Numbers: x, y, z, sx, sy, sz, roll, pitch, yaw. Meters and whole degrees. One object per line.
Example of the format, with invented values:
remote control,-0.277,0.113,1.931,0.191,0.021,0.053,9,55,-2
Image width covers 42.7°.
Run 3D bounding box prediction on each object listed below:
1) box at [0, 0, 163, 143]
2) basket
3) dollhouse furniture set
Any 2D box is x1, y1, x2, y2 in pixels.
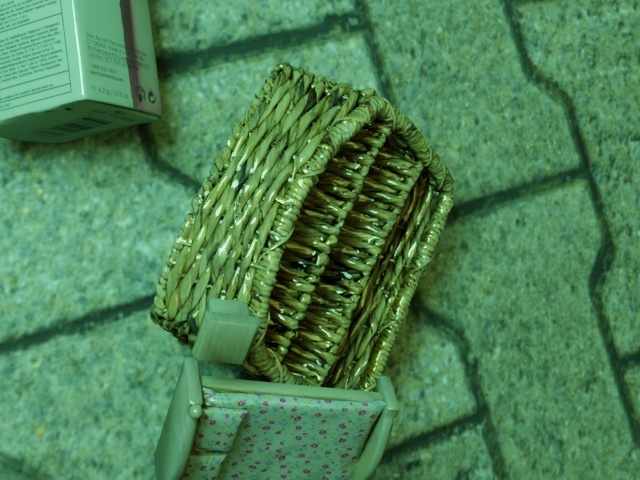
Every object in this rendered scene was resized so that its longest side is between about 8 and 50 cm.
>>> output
box,-0.259,-0.224,0.797,0.148,0.127,0.233,-9,87,24
basket,0.000,0.000,0.815,0.223,0.213,0.299,25,77,8
dollhouse furniture set,0.008,0.250,0.740,0.303,0.174,0.356,7,127,-18
